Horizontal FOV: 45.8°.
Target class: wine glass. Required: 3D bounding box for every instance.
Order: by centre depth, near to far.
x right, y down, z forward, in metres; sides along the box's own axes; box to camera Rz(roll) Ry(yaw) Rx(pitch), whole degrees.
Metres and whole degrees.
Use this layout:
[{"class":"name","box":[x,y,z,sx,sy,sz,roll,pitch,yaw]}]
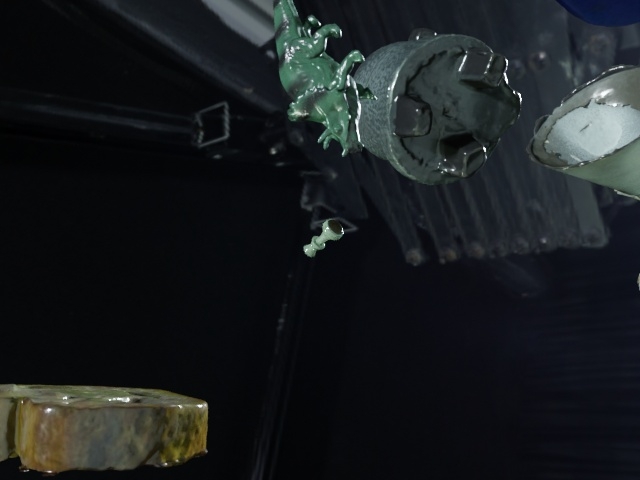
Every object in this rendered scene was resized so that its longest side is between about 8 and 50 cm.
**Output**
[{"class":"wine glass","box":[0.326,-0.041,0.751,0.232,0.156,0.156,50,-128,-23]}]

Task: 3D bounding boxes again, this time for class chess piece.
[{"class":"chess piece","box":[0.000,0.000,1.440,0.042,0.093,0.042,27,-139,-27]}]

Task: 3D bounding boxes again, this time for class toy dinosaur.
[{"class":"toy dinosaur","box":[-0.002,-0.252,1.013,0.079,0.120,0.292,27,-131,-81]}]

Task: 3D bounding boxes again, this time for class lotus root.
[{"class":"lotus root","box":[-0.362,0.276,1.168,0.375,0.390,0.111,40,-128,-77]}]

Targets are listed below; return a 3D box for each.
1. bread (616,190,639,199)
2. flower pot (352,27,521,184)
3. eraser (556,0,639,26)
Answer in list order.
[{"class":"bread","box":[0.581,-0.190,1.323,0.109,0.210,0.192,22,-140,-22]},{"class":"flower pot","box":[0.230,-0.258,1.451,0.299,0.283,0.299,-6,-73,-20]},{"class":"eraser","box":[0.177,-0.247,0.504,0.332,0.155,0.102,11,-113,-48]}]
